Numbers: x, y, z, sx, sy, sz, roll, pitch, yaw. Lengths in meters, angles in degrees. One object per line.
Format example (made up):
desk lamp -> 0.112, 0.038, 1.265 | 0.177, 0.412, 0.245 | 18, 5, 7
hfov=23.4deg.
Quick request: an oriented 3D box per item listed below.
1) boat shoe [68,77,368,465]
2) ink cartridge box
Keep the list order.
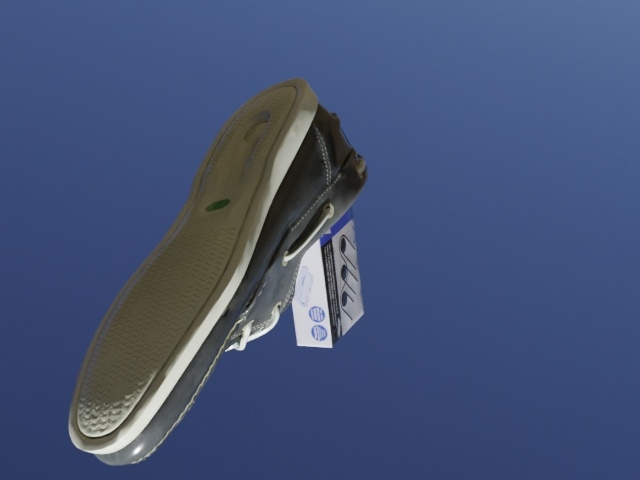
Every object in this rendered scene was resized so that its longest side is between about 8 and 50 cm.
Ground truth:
boat shoe -> -0.044, 0.023, 0.787 | 0.084, 0.233, 0.079 | -4, 135, 43
ink cartridge box -> 0.000, 0.000, 1.650 | 0.046, 0.207, 0.097 | 1, -160, 23
